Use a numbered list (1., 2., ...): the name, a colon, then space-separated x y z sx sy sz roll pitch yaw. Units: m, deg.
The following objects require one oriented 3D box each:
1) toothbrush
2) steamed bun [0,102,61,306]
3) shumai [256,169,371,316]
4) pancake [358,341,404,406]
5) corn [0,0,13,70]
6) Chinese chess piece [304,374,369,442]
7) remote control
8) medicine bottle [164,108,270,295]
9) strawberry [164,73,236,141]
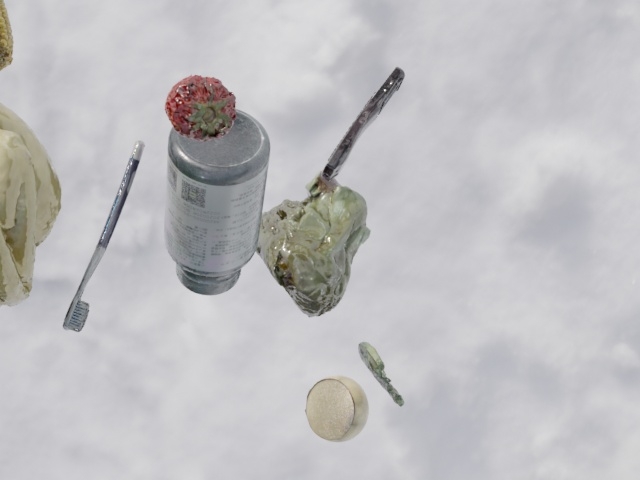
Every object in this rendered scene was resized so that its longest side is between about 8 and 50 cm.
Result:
1. toothbrush: -0.294 -0.009 1.524 0.026 0.288 0.024 17 164 3
2. steamed bun: -0.443 -0.013 1.311 0.231 0.325 0.372 20 86 -4
3. shumai: -0.002 0.001 1.939 0.218 0.256 0.189 -46 118 3
4. pancake: 0.103 0.233 1.948 0.116 0.023 0.129 45 164 52
5. corn: -0.552 -0.395 1.731 0.106 0.106 0.293 -34 65 35
6. Chinese chess piece: 0.031 0.307 2.011 0.122 0.051 0.122 -5 82 38
7. remote control: 0.065 -0.177 1.672 0.028 0.212 0.059 34 159 0
8. medicine bottle: -0.154 -0.045 1.590 0.141 0.141 0.293 26 139 12
9. strawberry: -0.128 -0.137 1.124 0.083 0.073 0.073 31 135 55
